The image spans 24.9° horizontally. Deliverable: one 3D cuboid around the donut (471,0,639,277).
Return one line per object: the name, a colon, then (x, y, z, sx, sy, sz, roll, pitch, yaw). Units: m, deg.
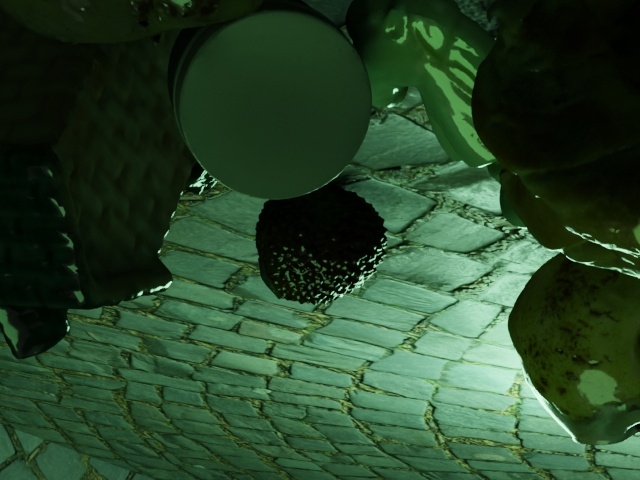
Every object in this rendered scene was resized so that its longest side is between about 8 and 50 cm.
donut: (0.277, -0.126, 1.059, 0.360, 0.360, 0.170, -2, 159, 31)

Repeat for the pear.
pear: (0.367, 0.122, 1.846, 0.271, 0.271, 0.271, 10, 160, 4)

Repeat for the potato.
potato: (-0.171, -0.245, 1.241, 0.262, 0.165, 0.165, 4, 159, 9)

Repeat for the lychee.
lychee: (0.000, 0.000, 1.810, 0.171, 0.171, 0.171, 10, 160, 4)

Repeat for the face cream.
face cream: (-0.051, -0.141, 1.353, 0.177, 0.177, 0.153, 16, -166, -14)

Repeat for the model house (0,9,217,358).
model house: (-0.358, -0.038, 1.474, 0.445, 0.400, 0.395, 0, 145, 24)

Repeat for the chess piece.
chess piece: (0.145, -0.140, 1.394, 0.298, 0.175, 0.176, 32, 154, -16)
